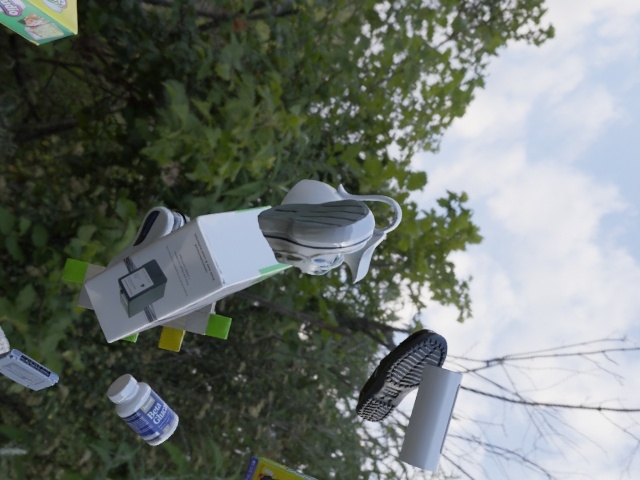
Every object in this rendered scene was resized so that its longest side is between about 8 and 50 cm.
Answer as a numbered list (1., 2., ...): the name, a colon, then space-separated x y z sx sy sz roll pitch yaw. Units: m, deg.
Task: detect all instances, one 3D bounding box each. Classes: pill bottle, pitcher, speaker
1. pill bottle: -0.422 0.396 1.541 0.094 0.169 0.094 -28 -153 15
2. pitcher: 0.038 -0.046 1.271 0.178 0.207 0.125 -54 169 10
3. speaker: 0.149 0.239 0.882 0.055 0.055 0.136 -7 -116 69

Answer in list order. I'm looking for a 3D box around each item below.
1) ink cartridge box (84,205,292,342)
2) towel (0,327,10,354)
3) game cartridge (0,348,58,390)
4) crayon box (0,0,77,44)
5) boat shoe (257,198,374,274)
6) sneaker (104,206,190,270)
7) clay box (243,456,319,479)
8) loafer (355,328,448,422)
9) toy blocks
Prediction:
1. ink cartridge box: -0.213 0.053 1.066 0.272 0.115 0.198 -26 175 30
2. towel: -0.582 0.058 0.948 0.049 0.282 0.187 -49 156 -35
3. game cartridge: -0.424 0.186 0.932 0.056 0.083 0.017 -23 -141 24
4. crayon box: -0.578 -0.566 1.132 0.363 0.106 0.313 26 58 -73
5. boat shoe: 0.000 0.000 0.736 0.083 0.076 0.226 -22 -166 -19
6. sneaker: -0.322 0.038 1.258 0.217 0.079 0.121 -51 156 10
7. clay box: -0.017 0.405 0.917 0.222 0.053 0.128 12 -105 26
8. loafer: 0.130 0.218 1.111 0.220 0.080 0.078 -50 -161 28
9. toy blocks: -0.398 0.141 1.569 0.261 0.381 0.191 145 -42 -82
